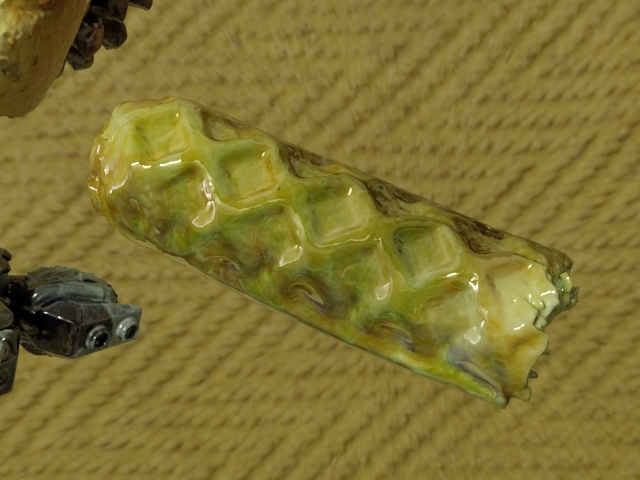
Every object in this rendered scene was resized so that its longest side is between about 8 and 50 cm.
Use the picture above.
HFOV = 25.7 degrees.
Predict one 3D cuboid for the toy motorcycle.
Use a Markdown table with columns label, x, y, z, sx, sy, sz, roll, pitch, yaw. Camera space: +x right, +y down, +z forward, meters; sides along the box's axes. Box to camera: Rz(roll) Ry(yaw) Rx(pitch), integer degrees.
| label | x | y | z | sx | sy | sz | roll | pitch | yaw |
| --- | --- | --- | --- | --- | --- | --- | --- | --- | --- |
| toy motorcycle | -0.250 | 0.080 | 1.084 | 0.159 | 0.270 | 0.106 | 35 | 121 | 34 |

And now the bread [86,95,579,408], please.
| label | x | y | z | sx | sy | sz | roll | pitch | yaw |
| --- | --- | --- | --- | --- | --- | --- | --- | --- | --- |
| bread | 0.000 | 0.000 | 0.737 | 0.269 | 0.098 | 0.087 | 24 | 97 | 9 |

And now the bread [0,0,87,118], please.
| label | x | y | z | sx | sy | sz | roll | pitch | yaw |
| --- | --- | --- | --- | --- | --- | --- | --- | --- | --- |
| bread | -0.167 | -0.109 | 0.774 | 0.054 | 0.136 | 0.154 | 31 | 68 | 5 |

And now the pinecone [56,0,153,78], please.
| label | x | y | z | sx | sy | sz | roll | pitch | yaw |
| --- | --- | --- | --- | --- | --- | --- | --- | --- | --- |
| pinecone | -0.236 | -0.233 | 1.198 | 0.208 | 0.208 | 0.207 | 0 | 88 | 3 |
